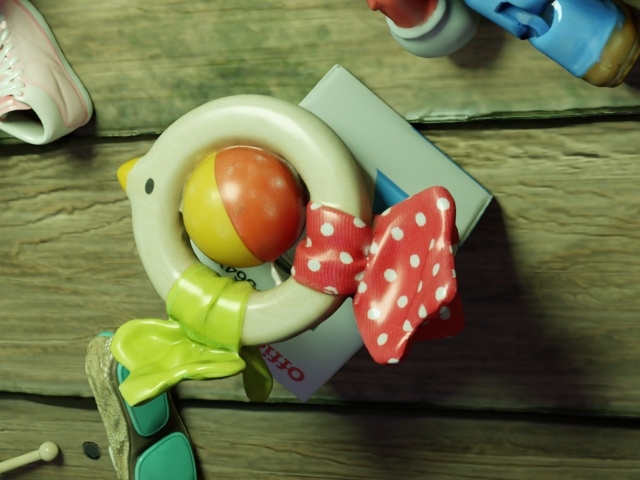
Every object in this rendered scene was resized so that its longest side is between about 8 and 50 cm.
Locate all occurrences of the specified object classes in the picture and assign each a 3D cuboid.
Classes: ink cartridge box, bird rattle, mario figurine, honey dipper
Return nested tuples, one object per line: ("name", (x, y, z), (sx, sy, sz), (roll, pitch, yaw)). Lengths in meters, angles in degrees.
("ink cartridge box", (0.000, 0.000, 1.030), (0.148, 0.086, 0.203), (39, 126, -2))
("bird rattle", (-0.034, 0.005, 0.922), (0.253, 0.143, 0.207), (-26, 89, 30))
("mario figurine", (0.067, -0.228, 0.868), (0.320, 0.170, 0.198), (26, 91, -5))
("honey dipper", (-0.307, 0.215, 1.332), (0.160, 0.030, 0.030), (-21, 109, 31))

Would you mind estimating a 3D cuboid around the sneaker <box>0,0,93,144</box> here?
("sneaker", (-0.230, -0.130, 1.064), (0.051, 0.070, 0.134), (-26, 105, 35))

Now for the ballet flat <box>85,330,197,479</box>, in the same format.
("ballet flat", (-0.155, 0.162, 1.221), (0.067, 0.073, 0.206), (22, 128, 45))
